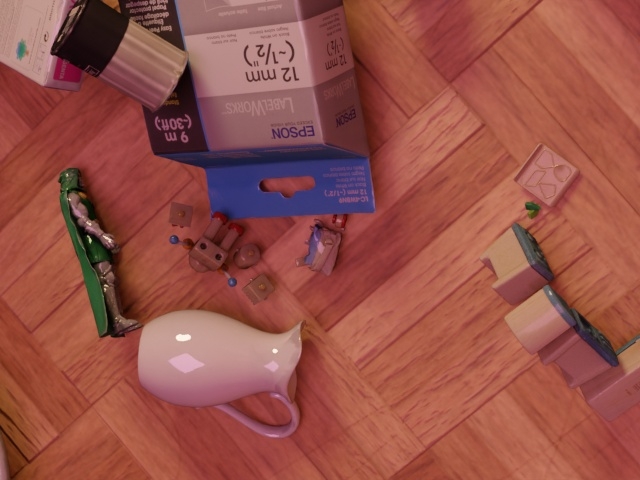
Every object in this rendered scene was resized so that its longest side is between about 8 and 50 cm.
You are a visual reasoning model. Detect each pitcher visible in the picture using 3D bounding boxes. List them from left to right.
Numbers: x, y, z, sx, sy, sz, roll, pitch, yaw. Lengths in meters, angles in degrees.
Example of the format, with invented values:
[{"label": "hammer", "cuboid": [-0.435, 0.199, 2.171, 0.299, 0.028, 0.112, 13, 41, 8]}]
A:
[{"label": "pitcher", "cuboid": [-0.125, 0.177, 1.583, 0.207, 0.125, 0.178, 3, 115, 3]}]

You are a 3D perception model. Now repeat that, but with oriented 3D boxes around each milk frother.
[{"label": "milk frother", "cuboid": [-0.217, -0.244, 1.397, 0.134, 0.129, 0.143, 30, 97, -23]}]

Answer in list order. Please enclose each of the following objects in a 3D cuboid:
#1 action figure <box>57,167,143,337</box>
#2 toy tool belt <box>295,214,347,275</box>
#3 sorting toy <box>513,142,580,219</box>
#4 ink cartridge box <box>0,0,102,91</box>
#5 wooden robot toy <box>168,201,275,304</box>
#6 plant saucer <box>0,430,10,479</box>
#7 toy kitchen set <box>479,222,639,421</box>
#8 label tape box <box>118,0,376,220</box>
[{"label": "action figure", "cuboid": [-0.297, 0.012, 1.609, 0.063, 0.137, 0.232, -21, 84, -6]}, {"label": "toy tool belt", "cuboid": [0.000, 0.000, 1.549, 0.051, 0.052, 0.083, 15, 101, 4]}, {"label": "sorting toy", "cuboid": [0.267, -0.069, 1.486, 0.062, 0.012, 0.083, 36, 102, 2]}, {"label": "ink cartridge box", "cuboid": [-0.376, -0.317, 1.544, 0.311, 0.065, 0.186, 28, 107, 44]}, {"label": "wooden robot toy", "cuboid": [-0.136, 0.017, 1.590, 0.173, 0.079, 0.076, 37, 64, -8]}, {"label": "plant saucer", "cuboid": [-0.602, 0.311, 1.733, 0.400, 0.100, 0.401, 2, 99, 15]}, {"label": "toy kitchen set", "cuboid": [0.315, 0.082, 1.472, 0.122, 0.166, 0.207, -39, 124, 17]}, {"label": "label tape box", "cuboid": [-0.088, -0.179, 1.467, 0.249, 0.115, 0.348, -1, 107, 30]}]
